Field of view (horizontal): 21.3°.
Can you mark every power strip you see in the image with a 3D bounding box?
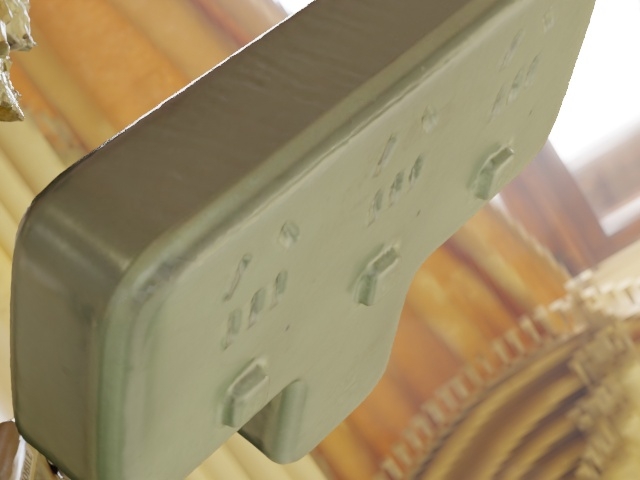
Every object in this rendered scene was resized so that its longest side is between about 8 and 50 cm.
[{"bbox_3d":[0.001,0.000,0.610,0.265,0.059,0.194,-40,155,-36],"label":"power strip"}]

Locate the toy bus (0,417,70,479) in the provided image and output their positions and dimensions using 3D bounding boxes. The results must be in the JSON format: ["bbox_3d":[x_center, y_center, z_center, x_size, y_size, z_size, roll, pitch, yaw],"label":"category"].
[{"bbox_3d":[-0.245,0.215,0.887,0.289,0.157,0.139,-24,-152,14],"label":"toy bus"}]

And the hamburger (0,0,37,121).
[{"bbox_3d":[-0.205,-0.173,0.637,0.156,0.283,0.144,-4,-143,10],"label":"hamburger"}]
